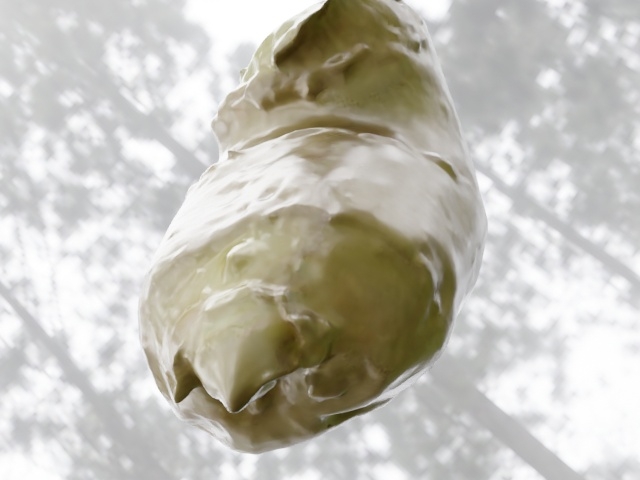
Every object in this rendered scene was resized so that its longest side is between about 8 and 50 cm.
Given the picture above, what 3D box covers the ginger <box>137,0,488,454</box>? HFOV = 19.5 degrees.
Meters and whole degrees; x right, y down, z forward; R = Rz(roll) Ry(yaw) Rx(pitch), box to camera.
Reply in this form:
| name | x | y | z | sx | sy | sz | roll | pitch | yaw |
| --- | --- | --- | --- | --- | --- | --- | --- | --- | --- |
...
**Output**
| name | x | y | z | sx | sy | sz | roll | pitch | yaw |
| --- | --- | --- | --- | --- | --- | --- | --- | --- | --- |
| ginger | 0.000 | 0.000 | 0.808 | 0.138 | 0.267 | 0.152 | -19 | -54 | 24 |
